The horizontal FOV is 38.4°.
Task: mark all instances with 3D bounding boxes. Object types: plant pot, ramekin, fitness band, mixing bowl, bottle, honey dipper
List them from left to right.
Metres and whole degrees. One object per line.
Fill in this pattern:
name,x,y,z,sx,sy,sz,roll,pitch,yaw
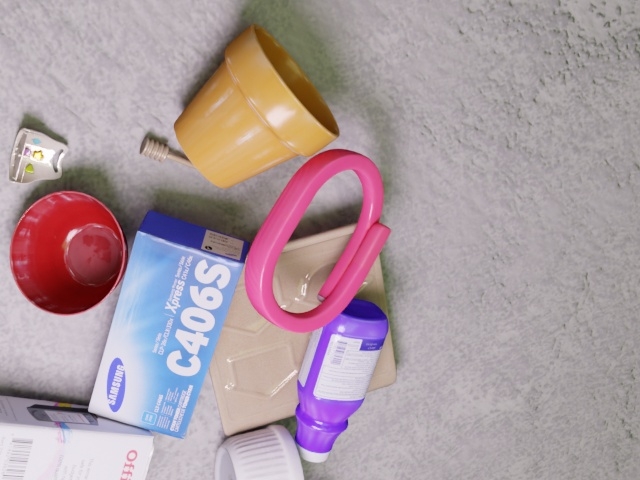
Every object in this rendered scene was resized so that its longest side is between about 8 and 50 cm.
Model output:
mixing bowl,-0.358,0.021,1.377,0.181,0.098,0.181,-1,87,12
honey dipper,-0.202,-0.120,1.435,0.160,0.030,0.030,20,102,-26
plant pot,-0.107,-0.181,1.363,0.188,0.205,0.205,-36,118,14
ramekin,-0.109,0.423,1.569,0.109,0.207,0.207,-2,110,-21
fitness band,0.000,0.000,1.396,0.209,0.054,0.291,35,83,-43
bottle,0.022,0.235,1.532,0.118,0.092,0.283,7,112,-25

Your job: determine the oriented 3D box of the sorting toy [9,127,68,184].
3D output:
sorting toy,-0.413,-0.123,1.356,0.075,0.045,0.083,12,105,-30

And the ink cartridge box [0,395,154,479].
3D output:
ink cartridge box,-0.447,0.374,1.447,0.306,0.131,0.226,14,97,-32

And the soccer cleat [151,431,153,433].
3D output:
soccer cleat,-0.306,0.332,1.570,0.035,0.029,0.083,15,100,-19

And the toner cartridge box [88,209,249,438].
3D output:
toner cartridge box,-0.239,0.138,1.431,0.165,0.075,0.348,18,116,-5

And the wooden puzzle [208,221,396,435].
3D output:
wooden puzzle,-0.044,0.144,1.566,0.322,0.080,0.348,-15,118,-13
